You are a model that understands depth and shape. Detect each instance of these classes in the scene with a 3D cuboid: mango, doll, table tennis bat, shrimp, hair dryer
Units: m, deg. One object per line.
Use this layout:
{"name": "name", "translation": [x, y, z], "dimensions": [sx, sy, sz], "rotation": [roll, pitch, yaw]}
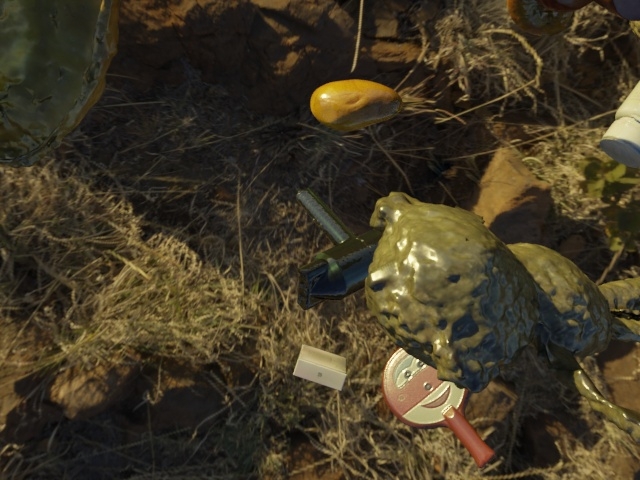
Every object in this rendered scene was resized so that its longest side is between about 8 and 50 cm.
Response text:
{"name": "mango", "translation": [0.088, -0.329, 1.449], "dimensions": [0.227, 0.147, 0.109], "rotation": [1, 133, 0]}
{"name": "doll", "translation": [0.151, 0.036, 0.398], "dimensions": [0.203, 0.285, 0.091], "rotation": [53, 130, 17]}
{"name": "table tennis bat", "translation": [0.129, 0.172, 0.633], "dimensions": [0.098, 0.155, 0.019], "rotation": [-39, 144, 0]}
{"name": "shrimp", "translation": [0.475, -0.524, 1.240], "dimensions": [0.150, 0.249, 0.068], "rotation": [38, 73, 12]}
{"name": "hair dryer", "translation": [0.000, 0.000, 1.340], "dimensions": [0.244, 0.302, 0.116], "rotation": [-21, 145, -31]}

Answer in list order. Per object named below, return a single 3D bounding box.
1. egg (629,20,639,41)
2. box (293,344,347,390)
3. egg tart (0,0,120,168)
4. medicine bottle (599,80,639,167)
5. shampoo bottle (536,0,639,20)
{"name": "egg", "translation": [0.569, -0.348, 0.811], "dimensions": [0.279, 0.279, 0.311], "rotation": [-21, 63, 0]}
{"name": "box", "translation": [0.002, 0.330, 1.556], "dimensions": [0.129, 0.130, 0.051], "rotation": [18, 96, 1]}
{"name": "egg tart", "translation": [-0.423, -0.299, 0.691], "dimensions": [0.442, 0.178, 0.444], "rotation": [5, 101, 27]}
{"name": "medicine bottle", "translation": [0.831, -0.321, 1.488], "dimensions": [0.143, 0.143, 0.258], "rotation": [38, 90, -9]}
{"name": "shampoo bottle", "translation": [0.204, -0.289, 0.534], "dimensions": [0.076, 0.314, 0.118], "rotation": [19, 122, -30]}
